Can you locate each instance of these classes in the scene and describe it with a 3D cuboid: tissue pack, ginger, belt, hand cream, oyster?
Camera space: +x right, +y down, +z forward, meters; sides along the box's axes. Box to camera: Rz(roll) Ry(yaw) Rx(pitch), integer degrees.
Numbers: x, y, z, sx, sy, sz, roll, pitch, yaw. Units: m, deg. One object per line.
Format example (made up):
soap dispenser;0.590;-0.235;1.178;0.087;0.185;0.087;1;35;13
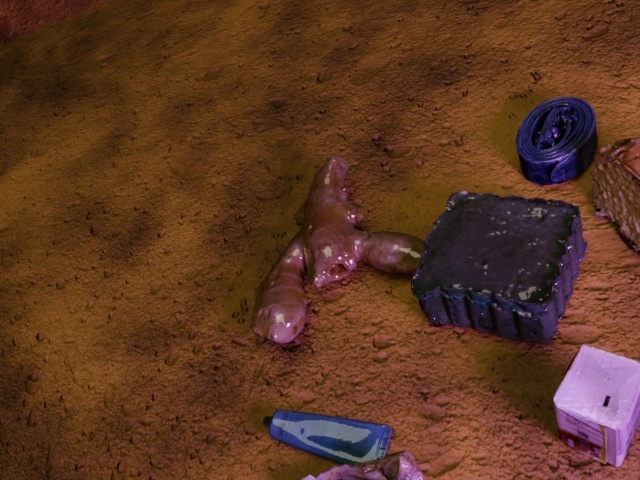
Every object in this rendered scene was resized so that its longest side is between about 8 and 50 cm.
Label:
tissue pack;0.395;0.234;0.950;0.099;0.148;0.106;18;63;34
ginger;-0.006;0.017;1.346;0.363;0.122;0.348;-34;45;3
belt;0.460;-0.196;1.311;0.142;0.082;0.190;13;59;38
hand cream;0.006;0.327;1.131;0.224;0.048;0.083;8;58;22
oyster;0.062;0.402;1.015;0.233;0.107;0.161;-42;51;14

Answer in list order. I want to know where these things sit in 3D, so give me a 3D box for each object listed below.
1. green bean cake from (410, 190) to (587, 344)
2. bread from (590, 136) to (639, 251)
green bean cake;0.307;0.041;1.160;0.255;0.132;0.241;7;56;31
bread;0.578;-0.063;1.110;0.147;0.160;0.260;-23;44;-5
